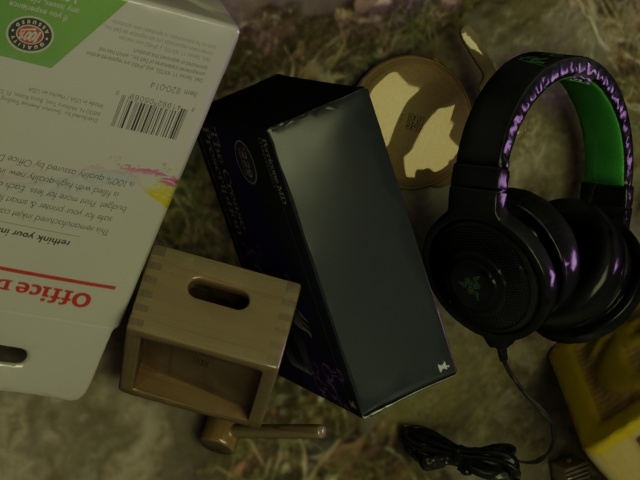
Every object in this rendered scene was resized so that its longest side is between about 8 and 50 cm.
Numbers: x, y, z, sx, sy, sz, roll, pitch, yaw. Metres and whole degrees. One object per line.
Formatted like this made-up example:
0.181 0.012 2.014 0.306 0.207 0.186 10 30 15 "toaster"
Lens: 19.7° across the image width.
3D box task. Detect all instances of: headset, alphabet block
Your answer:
0.173 0.024 1.683 0.243 0.185 0.394 5 92 -52 "headset"
0.360 0.162 1.742 0.193 0.192 0.197 -37 115 12 "alphabet block"

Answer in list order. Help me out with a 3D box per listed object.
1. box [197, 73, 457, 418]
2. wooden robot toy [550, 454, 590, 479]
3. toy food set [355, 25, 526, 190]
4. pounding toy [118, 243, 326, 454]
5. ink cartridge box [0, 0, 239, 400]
0.000 0.000 1.573 0.103 0.184 0.261 -25 107 -22 "box"
0.262 0.303 1.806 0.076 0.079 0.173 2 97 -26 "wooden robot toy"
0.081 -0.104 1.687 0.192 0.038 0.132 -31 103 -14 "toy food set"
-0.072 0.103 1.574 0.181 0.206 0.094 15 60 -1 "pounding toy"
-0.229 -0.058 1.449 0.207 0.119 0.353 12 115 -29 "ink cartridge box"
